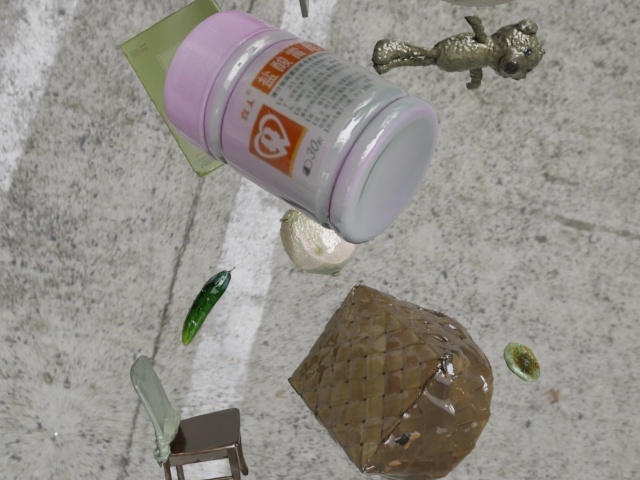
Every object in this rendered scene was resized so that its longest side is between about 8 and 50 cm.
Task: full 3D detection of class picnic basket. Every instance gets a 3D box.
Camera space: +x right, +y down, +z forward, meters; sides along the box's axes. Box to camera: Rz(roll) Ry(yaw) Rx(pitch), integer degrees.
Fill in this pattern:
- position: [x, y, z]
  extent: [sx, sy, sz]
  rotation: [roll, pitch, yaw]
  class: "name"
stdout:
- position: [0.165, 0.266, 1.264]
  extent: [0.337, 0.337, 0.293]
  rotation: [35, 94, -8]
  class: "picnic basket"

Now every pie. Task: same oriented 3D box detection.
- position: [0.365, 0.218, 1.347]
  extent: [0.085, 0.017, 0.085]
  rotation: [23, 41, -21]
  class: "pie"

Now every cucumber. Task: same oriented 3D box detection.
- position: [-0.204, 0.110, 1.314]
  extent: [0.039, 0.039, 0.168]
  rotation: [31, 95, -10]
  class: "cucumber"

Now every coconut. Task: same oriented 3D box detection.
- position: [0.002, -0.001, 1.763]
  extent: [0.194, 0.194, 0.194]
  rotation: [5, 75, -18]
  class: "coconut"

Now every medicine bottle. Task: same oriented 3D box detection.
- position: [-0.028, -0.154, 0.974]
  extent: [0.316, 0.202, 0.202]
  rotation: [32, 64, 24]
  class: "medicine bottle"

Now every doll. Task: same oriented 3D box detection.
- position: [0.249, -0.341, 1.343]
  extent: [0.286, 0.202, 0.091]
  rotation: [16, 52, -12]
  class: "doll"

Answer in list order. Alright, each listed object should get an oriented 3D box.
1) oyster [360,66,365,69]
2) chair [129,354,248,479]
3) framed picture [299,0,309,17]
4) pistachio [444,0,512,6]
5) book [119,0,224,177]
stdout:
- position: [0.088, -0.291, 1.610]
  extent: [0.106, 0.061, 0.200]
  rotation: [-23, 89, -24]
  class: "oyster"
- position: [-0.254, 0.381, 1.496]
  extent: [0.186, 0.160, 0.319]
  rotation: [-10, 105, -1]
  class: "chair"
- position: [-0.041, -0.621, 1.553]
  extent: [0.016, 0.184, 0.250]
  rotation: [-3, 61, 7]
  class: "framed picture"
- position: [0.105, -0.286, 0.532]
  extent: [0.226, 0.332, 0.207]
  rotation: [28, 107, 25]
  class: "pistachio"
- position: [-0.252, -0.340, 1.636]
  extent: [0.239, 0.035, 0.352]
  rotation: [-32, 85, -2]
  class: "book"
